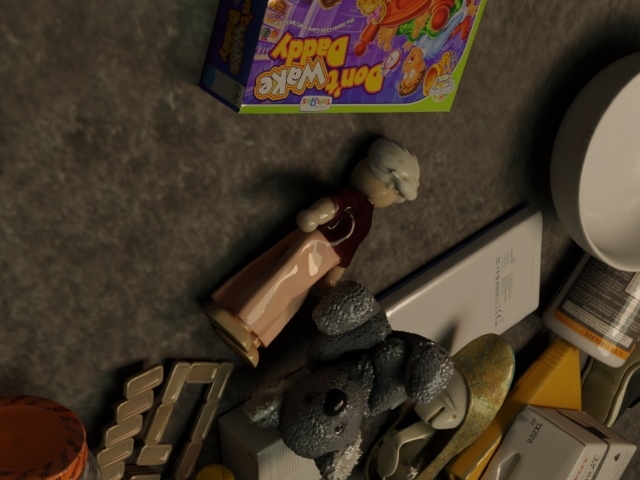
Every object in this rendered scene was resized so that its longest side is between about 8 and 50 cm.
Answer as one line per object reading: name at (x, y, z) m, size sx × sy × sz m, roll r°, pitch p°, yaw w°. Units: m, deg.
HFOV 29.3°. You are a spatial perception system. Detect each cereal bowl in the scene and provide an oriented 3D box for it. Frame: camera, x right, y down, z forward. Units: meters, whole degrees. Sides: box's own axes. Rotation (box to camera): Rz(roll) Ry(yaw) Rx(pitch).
cereal bowl at (0.478, -0.132, 1.868) m, size 0.339 × 0.141 × 0.339 m, roll -12°, pitch 115°, yaw -29°

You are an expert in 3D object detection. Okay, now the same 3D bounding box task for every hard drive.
hard drive at (0.214, 0.100, 1.881) m, size 0.319 × 0.040 × 0.210 m, roll -31°, pitch 136°, yaw -26°

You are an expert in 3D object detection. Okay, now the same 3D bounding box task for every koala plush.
koala plush at (0.026, 0.197, 1.608) m, size 0.221 × 0.196 × 0.203 m, roll -54°, pitch -176°, yaw -15°

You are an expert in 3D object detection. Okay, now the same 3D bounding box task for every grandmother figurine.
grandmother figurine at (0.000, 0.000, 1.558) m, size 0.342 × 0.104 × 0.208 m, roll -46°, pitch 168°, yaw -14°

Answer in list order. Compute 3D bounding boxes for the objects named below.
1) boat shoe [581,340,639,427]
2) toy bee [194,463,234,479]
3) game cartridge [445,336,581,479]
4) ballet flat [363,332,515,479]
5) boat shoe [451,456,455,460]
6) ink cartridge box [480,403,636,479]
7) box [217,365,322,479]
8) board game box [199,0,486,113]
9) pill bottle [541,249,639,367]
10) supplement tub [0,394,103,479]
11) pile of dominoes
boat shoe at (0.583, 0.207, 2.263) m, size 0.113 × 0.127 × 0.340 m, roll -11°, pitch 127°, yaw -41°
toy bee at (-0.145, 0.413, 1.612) m, size 0.162 × 0.195 × 0.298 m, roll 8°, pitch 120°, yaw -30°
game cartridge at (0.347, 0.348, 2.151) m, size 0.323 × 0.053 × 0.285 m, roll -47°, pitch 148°, yaw -21°
ballet flat at (0.171, 0.278, 1.868) m, size 0.123 × 0.123 × 0.348 m, roll -7°, pitch 141°, yaw -42°
boat shoe at (0.270, 0.347, 2.122) m, size 0.049 × 0.042 × 0.133 m, roll 3°, pitch 114°, yaw -43°
ink cartridge box at (0.401, 0.414, 2.108) m, size 0.307 × 0.129 × 0.223 m, roll 18°, pitch 103°, yaw -59°
box at (-0.046, 0.276, 1.712) m, size 0.170 × 0.091 × 0.130 m, roll -27°, pitch 135°, yaw -30°
board game box at (0.045, -0.268, 1.411) m, size 0.347 × 0.078 × 0.233 m, roll -6°, pitch 122°, yaw -42°
pill bottle at (0.505, 0.060, 2.048) m, size 0.162 × 0.162 × 0.278 m, roll 24°, pitch 100°, yaw -51°
supplement tub at (-0.343, 0.343, 1.385) m, size 0.193 × 0.193 × 0.316 m, roll -19°, pitch 129°, yaw -35°
pile of dominoes at (-0.227, 0.259, 1.571) m, size 0.196 × 0.040 × 0.251 m, roll 11°, pitch 103°, yaw -55°
